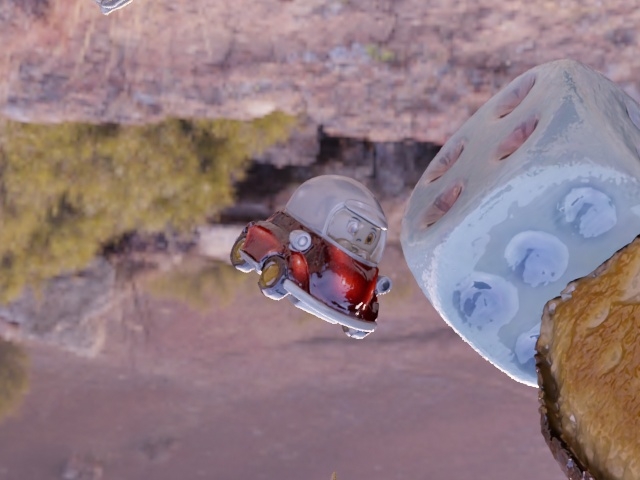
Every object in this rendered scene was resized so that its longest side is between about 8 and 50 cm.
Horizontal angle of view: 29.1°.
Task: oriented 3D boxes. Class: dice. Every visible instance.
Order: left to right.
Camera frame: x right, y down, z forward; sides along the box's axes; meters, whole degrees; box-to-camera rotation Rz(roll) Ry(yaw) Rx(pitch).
[{"bbox_3d":[0.267,-0.018,1.362,0.264,0.262,0.268,41,115,-14],"label":"dice"}]

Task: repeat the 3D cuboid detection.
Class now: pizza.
[{"bbox_3d":[0.299,0.092,1.019,0.080,0.435,0.392,40,152,-15],"label":"pizza"}]

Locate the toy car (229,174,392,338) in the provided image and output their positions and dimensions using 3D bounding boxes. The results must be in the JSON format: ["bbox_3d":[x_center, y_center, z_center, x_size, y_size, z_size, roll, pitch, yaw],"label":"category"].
[{"bbox_3d":[0.000,0.000,0.991,0.112,0.112,0.139,27,-177,-37],"label":"toy car"}]

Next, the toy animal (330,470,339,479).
[{"bbox_3d":[0.005,0.218,0.947,0.081,0.083,0.061,2,131,-3],"label":"toy animal"}]

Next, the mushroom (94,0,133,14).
[{"bbox_3d":[-0.333,-0.451,1.457,0.126,0.397,0.177,-26,173,26],"label":"mushroom"}]
